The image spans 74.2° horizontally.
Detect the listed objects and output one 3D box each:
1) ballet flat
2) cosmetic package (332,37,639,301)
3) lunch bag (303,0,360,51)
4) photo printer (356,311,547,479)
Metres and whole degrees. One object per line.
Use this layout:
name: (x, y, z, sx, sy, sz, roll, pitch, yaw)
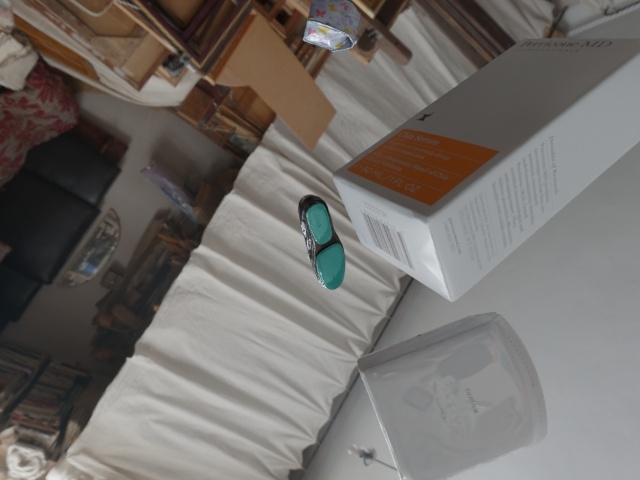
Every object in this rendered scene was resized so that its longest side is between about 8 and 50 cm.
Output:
ballet flat: (0.000, 0.000, 0.796, 0.074, 0.203, 0.074, -11, -146, 8)
cosmetic package: (0.273, -0.139, 0.672, 0.453, 0.162, 0.230, -37, -144, -14)
lunch bag: (0.020, -0.346, 0.678, 0.053, 0.083, 0.071, 121, -19, -68)
photo printer: (0.254, 0.290, 0.794, 0.307, 0.256, 0.107, -20, 177, 1)
